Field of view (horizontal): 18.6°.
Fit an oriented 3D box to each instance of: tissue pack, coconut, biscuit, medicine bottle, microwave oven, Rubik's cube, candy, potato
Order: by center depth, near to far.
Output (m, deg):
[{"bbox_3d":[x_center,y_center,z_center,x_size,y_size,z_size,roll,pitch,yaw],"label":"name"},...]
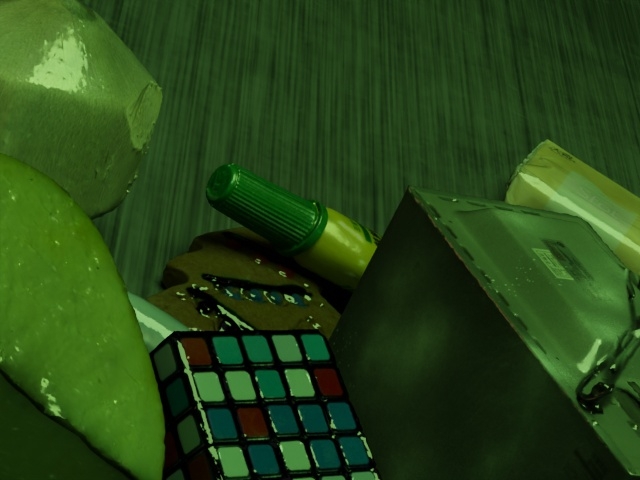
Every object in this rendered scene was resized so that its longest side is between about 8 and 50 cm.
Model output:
[{"bbox_3d":[-0.306,0.103,1.585,0.330,0.280,0.212,44,31,-22],"label":"potato"},{"bbox_3d":[-0.084,0.200,1.732,0.182,0.187,0.184,2,57,-41],"label":"Rubik's cube"},{"bbox_3d":[-0.171,0.114,1.861,0.138,0.174,0.071,33,66,4],"label":"candy"},{"bbox_3d":[0.204,0.195,1.867,0.236,0.374,0.432,7,32,-34],"label":"microwave oven"},{"bbox_3d":[-0.290,-0.140,2.031,0.245,0.247,0.245,24,21,-10],"label":"coconut"},{"bbox_3d":[-0.071,0.070,2.129,0.278,0.043,0.301,18,31,-21],"label":"biscuit"},{"bbox_3d":[0.000,0.000,2.203,0.309,0.076,0.111,27,0,-33],"label":"medicine bottle"},{"bbox_3d":[0.355,-0.031,2.623,0.222,0.090,0.186,35,27,7],"label":"tissue pack"}]
